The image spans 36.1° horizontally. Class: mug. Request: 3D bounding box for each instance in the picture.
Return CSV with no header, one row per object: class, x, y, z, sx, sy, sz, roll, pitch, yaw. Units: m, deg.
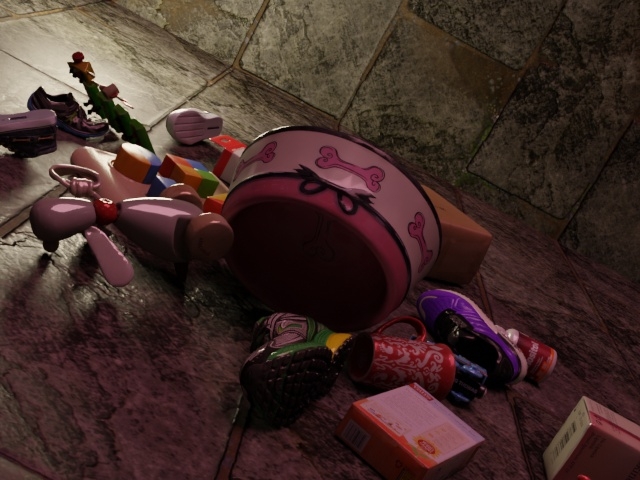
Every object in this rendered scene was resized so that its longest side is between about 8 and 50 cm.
mug,0.136,0.215,1.777,0.169,0.113,0.150,15,28,-28

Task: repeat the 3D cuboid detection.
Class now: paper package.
paper package,0.235,-0.041,2.604,0.325,0.168,0.309,12,22,-43

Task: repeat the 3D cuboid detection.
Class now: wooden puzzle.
wooden puzzle,-0.293,-0.100,2.007,0.348,0.080,0.322,7,27,-43

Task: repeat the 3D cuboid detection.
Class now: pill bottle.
pill bottle,0.449,0.254,2.220,0.152,0.086,0.086,27,16,-5

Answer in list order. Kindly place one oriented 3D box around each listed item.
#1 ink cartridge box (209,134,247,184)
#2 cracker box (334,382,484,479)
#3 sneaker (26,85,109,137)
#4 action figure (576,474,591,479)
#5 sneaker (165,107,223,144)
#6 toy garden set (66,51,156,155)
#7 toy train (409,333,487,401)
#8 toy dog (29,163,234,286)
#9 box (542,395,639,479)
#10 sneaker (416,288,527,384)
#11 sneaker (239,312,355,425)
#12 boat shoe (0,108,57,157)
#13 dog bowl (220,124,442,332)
ink cartridge box,-0.178,-0.174,2.466,0.231,0.078,0.134,31,16,7
cracker box,0.147,0.314,1.570,0.156,0.067,0.232,38,19,25
sneaker,-0.552,-0.285,2.174,0.188,0.078,0.067,23,16,-29
action figure,0.375,0.438,1.540,0.139,0.091,0.280,37,16,2
sneaker,-0.352,-0.303,2.582,0.091,0.094,0.258,15,7,18
toy garden set,-0.487,-0.303,2.244,0.244,0.049,0.203,40,-22,32
toy train,0.238,0.249,1.907,0.184,0.080,0.105,28,7,4
toy dog,-0.321,0.000,1.665,0.334,0.160,0.220,9,24,-13
box,0.543,0.416,1.779,0.232,0.148,0.127,29,17,0
sneaker,0.304,0.200,2.109,0.293,0.102,0.146,39,20,31
sneaker,-0.061,0.190,1.533,0.146,0.134,0.343,26,6,13
boat shoe,-0.595,-0.196,1.880,0.183,0.083,0.065,-9,32,-22
dog bowl,0.000,0.000,1.752,0.408,0.408,0.150,29,52,1
